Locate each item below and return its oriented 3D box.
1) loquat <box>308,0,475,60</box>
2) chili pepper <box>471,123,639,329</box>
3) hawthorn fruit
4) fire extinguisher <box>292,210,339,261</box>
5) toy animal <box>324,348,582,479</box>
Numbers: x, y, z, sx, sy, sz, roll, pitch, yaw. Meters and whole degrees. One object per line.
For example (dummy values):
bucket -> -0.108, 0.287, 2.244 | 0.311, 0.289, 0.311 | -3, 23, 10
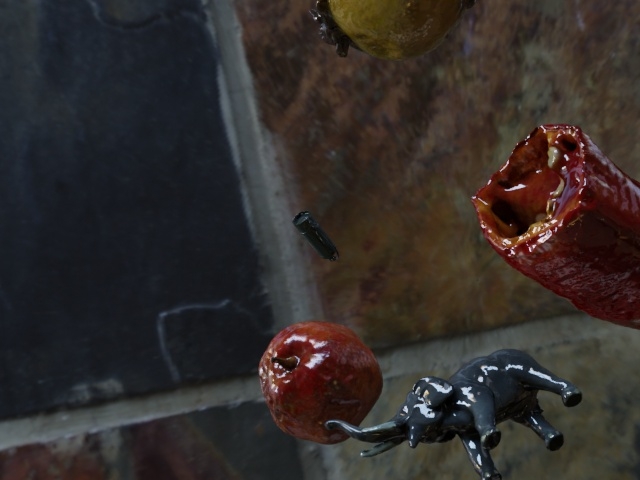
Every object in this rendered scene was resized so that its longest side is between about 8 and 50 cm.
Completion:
loquat -> 0.087, -0.344, 1.386 | 0.244, 0.244, 0.243 | 0, 88, 8
chili pepper -> 0.297, 0.020, 0.965 | 0.134, 0.338, 0.131 | -49, 39, 23
hawthorn fruit -> -0.020, 0.222, 1.766 | 0.208, 0.243, 0.207 | -14, 60, 25
fire extinguisher -> 0.000, 0.000, 1.322 | 0.025, 0.038, 0.083 | -50, 122, -18
toy animal -> 0.154, 0.195, 1.141 | 0.270, 0.137, 0.082 | -17, 125, -18
